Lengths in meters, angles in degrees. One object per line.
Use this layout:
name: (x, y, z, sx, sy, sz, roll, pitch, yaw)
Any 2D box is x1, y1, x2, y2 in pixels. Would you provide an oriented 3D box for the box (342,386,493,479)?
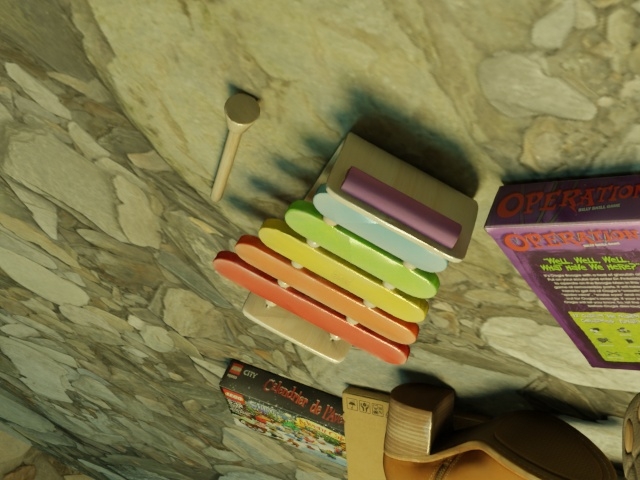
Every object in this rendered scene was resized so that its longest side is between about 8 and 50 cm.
box: (0.120, 0.276, 1.191, 0.201, 0.021, 0.164, 7, 110, 32)

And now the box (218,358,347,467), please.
box: (-0.019, 0.254, 1.349, 0.233, 0.044, 0.159, 17, 153, 16)

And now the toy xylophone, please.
toy xylophone: (0.000, 0.000, 0.831, 0.236, 0.081, 0.322, 25, 153, 3)

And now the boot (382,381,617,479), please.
boot: (0.187, 0.297, 1.065, 0.283, 0.109, 0.220, 11, 114, 34)

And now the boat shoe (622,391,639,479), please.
boat shoe: (0.395, 0.162, 0.687, 0.130, 0.132, 0.355, 9, 178, -38)

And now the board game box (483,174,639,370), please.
board game box: (0.310, 0.029, 0.657, 0.347, 0.056, 0.208, -2, 147, 42)
